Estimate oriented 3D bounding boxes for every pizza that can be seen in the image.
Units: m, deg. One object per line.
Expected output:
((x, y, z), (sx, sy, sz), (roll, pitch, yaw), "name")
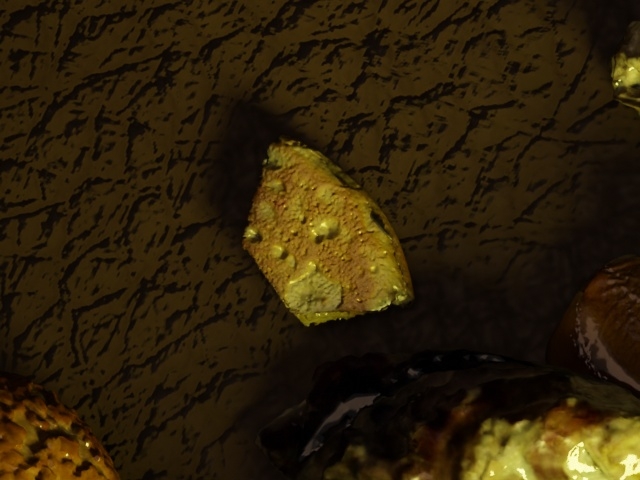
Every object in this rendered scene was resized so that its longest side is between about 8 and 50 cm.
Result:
((0.000, 0.000, 1.220), (0.099, 0.036, 0.160), (-39, 76, 2), "pizza")

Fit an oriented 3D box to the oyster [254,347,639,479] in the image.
((0.097, 0.167, 1.142), (0.275, 0.100, 0.271), (41, 108, 11), "oyster")

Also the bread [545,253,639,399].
((0.229, 0.078, 1.162), (0.129, 0.044, 0.126), (31, 86, 17), "bread")

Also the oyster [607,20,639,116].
((0.308, -0.089, 1.147), (0.233, 0.107, 0.161), (29, 79, 11), "oyster")

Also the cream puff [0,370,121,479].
((-0.274, 0.229, 1.148), (0.303, 0.212, 0.303), (-2, 76, 10), "cream puff")
